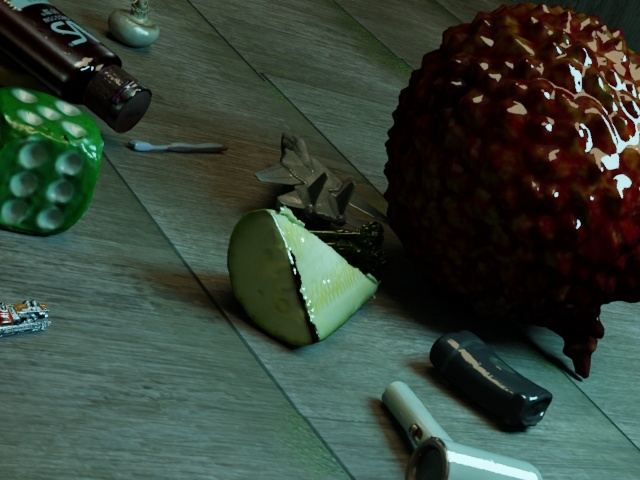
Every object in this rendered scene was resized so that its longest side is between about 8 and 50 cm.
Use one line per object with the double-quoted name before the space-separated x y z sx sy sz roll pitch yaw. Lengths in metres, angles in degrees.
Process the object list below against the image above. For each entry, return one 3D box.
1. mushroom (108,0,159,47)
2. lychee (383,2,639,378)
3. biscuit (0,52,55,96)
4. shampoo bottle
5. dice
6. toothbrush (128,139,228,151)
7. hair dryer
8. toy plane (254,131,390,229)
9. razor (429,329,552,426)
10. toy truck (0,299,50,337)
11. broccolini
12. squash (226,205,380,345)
"mushroom" -0.294 -0.352 2.535 0.085 0.079 0.085 21 18 -7
"lychee" 0.294 -0.065 2.087 0.424 0.500 0.424 -14 8 2
"biscuit" -0.488 -0.288 2.190 0.309 0.040 0.204 43 25 29
"shampoo bottle" -0.367 -0.264 2.124 0.323 0.084 0.129 38 26 17
"dice" -0.323 -0.087 1.770 0.131 0.128 0.120 15 23 -29
"toothbrush" -0.194 -0.130 2.201 0.019 0.013 0.193 29 19 34
"hair dryer" 0.127 0.218 1.676 0.131 0.073 0.236 17 13 -28
"toy plane" -0.027 -0.085 2.203 0.212 0.088 0.267 18 13 -24
"razor" 0.203 0.166 1.885 0.148 0.054 0.090 37 23 27
"toy truck" -0.298 0.077 1.545 0.083 0.024 0.032 -1 62 -57
"broccolini" -0.006 0.004 2.047 0.201 0.074 0.058 8 -12 -15
"squash" -0.023 0.022 1.891 0.169 0.093 0.252 71 22 -7
